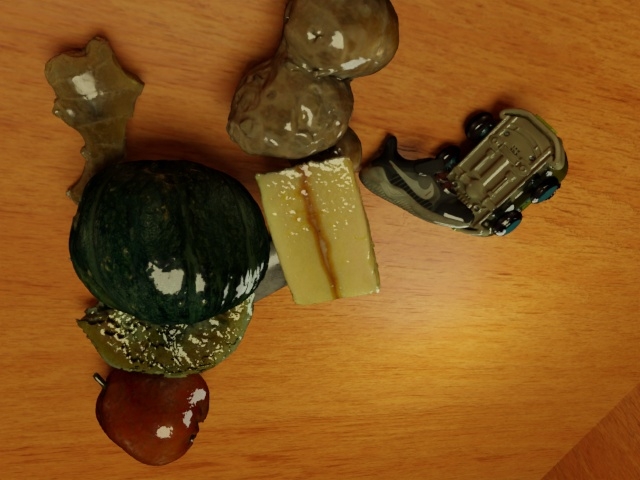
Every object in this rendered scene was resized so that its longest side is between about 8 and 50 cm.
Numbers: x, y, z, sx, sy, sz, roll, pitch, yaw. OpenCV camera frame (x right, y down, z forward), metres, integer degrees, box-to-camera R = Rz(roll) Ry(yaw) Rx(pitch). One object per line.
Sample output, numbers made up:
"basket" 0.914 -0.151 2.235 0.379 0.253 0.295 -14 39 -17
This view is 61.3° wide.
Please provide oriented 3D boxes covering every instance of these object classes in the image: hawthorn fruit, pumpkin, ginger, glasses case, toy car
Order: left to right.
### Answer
"ginger" -0.346 -0.160 0.817 0.131 0.086 0.294 -13 142 -40
"hawthorn fruit" -0.377 0.357 1.180 0.261 0.224 0.224 29 118 -10
"pumpkin" -0.206 0.000 0.820 0.293 0.197 0.263 -2 92 -38
"glasses case" -0.086 0.040 1.091 0.299 0.060 0.114 -29 128 7
"ginger" 0.002 -0.251 0.806 0.256 0.176 0.375 -6 131 -38
"toy car" 0.358 -0.120 1.050 0.248 0.204 0.198 -47 151 24

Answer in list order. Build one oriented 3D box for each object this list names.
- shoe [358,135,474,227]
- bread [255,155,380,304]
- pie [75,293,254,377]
"shoe" 0.182 -0.107 0.980 0.099 0.228 0.112 -20 134 -66
"bread" -0.001 -0.003 0.892 0.168 0.163 0.264 -12 160 7
"pie" -0.285 0.130 1.040 0.296 0.078 0.371 34 110 -15
